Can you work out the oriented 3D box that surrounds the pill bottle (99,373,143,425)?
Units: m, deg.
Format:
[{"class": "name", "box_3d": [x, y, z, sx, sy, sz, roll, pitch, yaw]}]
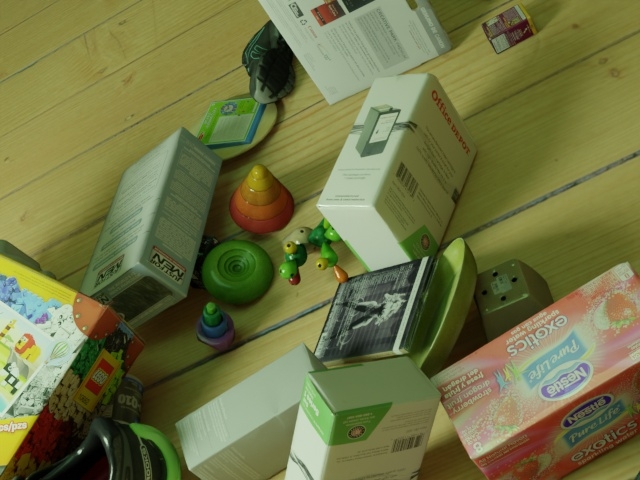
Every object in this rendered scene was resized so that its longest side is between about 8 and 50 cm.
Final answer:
[{"class": "pill bottle", "box_3d": [-0.343, 0.299, 1.705, 0.078, 0.078, 0.137, -19, 46, 20]}]

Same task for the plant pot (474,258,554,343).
[{"class": "plant pot", "box_3d": [0.271, 0.091, 1.448, 0.109, 0.096, 0.109, -25, 44, 15]}]

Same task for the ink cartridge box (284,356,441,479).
[{"class": "ink cartridge box", "box_3d": [0.048, 0.274, 1.324, 0.160, 0.219, 0.092, -4, 33, -28]}]

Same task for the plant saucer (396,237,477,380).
[{"class": "plant saucer", "box_3d": [0.169, 0.113, 1.452, 0.037, 0.241, 0.241, 24, 62, -3]}]

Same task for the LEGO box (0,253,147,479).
[{"class": "LEGO box", "box_3d": [-0.604, 0.199, 1.652, 0.500, 0.193, 0.372, 22, 71, 20]}]

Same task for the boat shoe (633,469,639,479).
[{"class": "boat shoe", "box_3d": [0.472, 0.206, 1.158, 0.500, 0.186, 0.156, -44, 37, -13]}]

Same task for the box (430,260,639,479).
[{"class": "box", "box_3d": [0.317, 0.184, 1.296, 0.300, 0.154, 0.142, -32, 43, 6]}]

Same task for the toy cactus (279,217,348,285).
[{"class": "toy cactus", "box_3d": [0.000, 0.000, 1.718, 0.219, 0.112, 0.180, -54, 20, -24]}]

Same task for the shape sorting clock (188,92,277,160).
[{"class": "shape sorting clock", "box_3d": [-0.183, -0.230, 2.074, 0.206, 0.040, 0.206, -13, 43, 12]}]

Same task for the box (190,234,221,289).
[{"class": "box", "box_3d": [-0.214, 0.039, 1.849, 0.052, 0.062, 0.083, 6, 58, 39]}]

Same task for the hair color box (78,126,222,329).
[{"class": "hair color box", "box_3d": [-0.310, -0.021, 1.867, 0.185, 0.114, 0.374, -32, 32, 32]}]

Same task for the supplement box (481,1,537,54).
[{"class": "supplement box", "box_3d": [0.344, -0.386, 1.845, 0.083, 0.043, 0.055, -27, 44, 12]}]

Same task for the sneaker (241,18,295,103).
[{"class": "sneaker", "box_3d": [-0.111, -0.367, 2.119, 0.106, 0.101, 0.267, -24, 36, 32]}]

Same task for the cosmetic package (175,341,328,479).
[{"class": "cosmetic package", "box_3d": [-0.080, 0.273, 1.513, 0.238, 0.127, 0.107, -33, 43, 3]}]

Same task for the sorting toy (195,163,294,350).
[{"class": "sorting toy", "box_3d": [-0.139, 0.006, 1.753, 0.127, 0.126, 0.365, 13, 58, 7]}]

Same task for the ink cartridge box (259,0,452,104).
[{"class": "ink cartridge box", "box_3d": [0.063, -0.443, 1.890, 0.272, 0.309, 0.130, -21, 45, 17]}]

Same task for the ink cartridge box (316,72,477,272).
[{"class": "ink cartridge box", "box_3d": [0.131, -0.105, 1.636, 0.115, 0.198, 0.272, 2, 56, 37]}]

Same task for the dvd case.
[{"class": "dvd case", "box_3d": [0.081, 0.113, 1.567, 0.221, 0.018, 0.164, -18, 42, 49]}]

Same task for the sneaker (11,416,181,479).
[{"class": "sneaker", "box_3d": [-0.420, 0.446, 1.472, 0.482, 0.202, 0.185, -51, 43, -11]}]

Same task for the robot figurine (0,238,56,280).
[{"class": "robot figurine", "box_3d": [-0.618, 0.166, 1.917, 0.300, 0.200, 0.353, -32, 42, 22]}]
